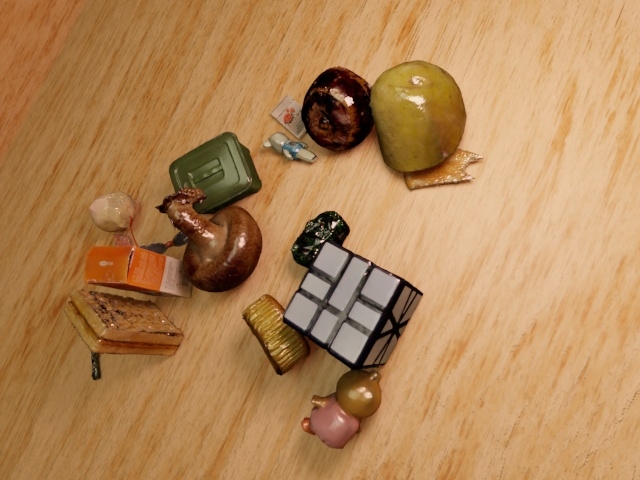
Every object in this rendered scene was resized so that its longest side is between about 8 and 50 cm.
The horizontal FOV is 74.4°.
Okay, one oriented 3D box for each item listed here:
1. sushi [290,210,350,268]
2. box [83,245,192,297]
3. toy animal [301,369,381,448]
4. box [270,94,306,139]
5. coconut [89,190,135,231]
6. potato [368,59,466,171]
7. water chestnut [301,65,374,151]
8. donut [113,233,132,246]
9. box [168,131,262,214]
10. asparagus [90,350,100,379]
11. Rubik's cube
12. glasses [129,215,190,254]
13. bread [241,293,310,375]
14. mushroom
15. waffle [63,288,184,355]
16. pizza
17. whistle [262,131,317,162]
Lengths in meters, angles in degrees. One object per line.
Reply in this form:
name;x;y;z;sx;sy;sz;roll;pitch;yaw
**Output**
sushi;0.000;0.000;1.476;0.124;0.127;0.225;41;92;28
box;-0.684;0.124;1.624;0.225;0.341;0.143;-1;74;24
toy animal;0.079;0.499;1.275;0.195;0.169;0.281;40;88;-14
box;-0.111;-0.506;1.728;0.109;0.029;0.198;-46;63;5
coconut;-0.943;-0.126;1.906;0.195;0.194;0.194;-7;72;22
potato;0.314;-0.410;1.332;0.330;0.280;0.212;-36;33;5
water chestnut;0.082;-0.475;1.514;0.300;0.300;0.299;-7;72;22
donut;-0.908;0.051;1.904;0.117;0.065;0.165;10;81;27
box;-0.412;-0.251;1.688;0.329;0.178;0.252;-23;84;14
asparagus;-0.969;0.515;1.815;0.036;0.030;0.165;-31;64;40
Rubik's cube;0.106;0.200;1.283;0.284;0.288;0.293;25;89;27
glasses;-0.683;-0.067;1.766;0.234;0.118;0.268;-29;63;-21
bread;-0.148;0.308;1.401;0.143;0.227;0.253;-33;58;-10
mushroom;-0.382;-0.002;1.533;0.331;0.356;0.334;-20;50;4
waffle;-0.721;0.307;1.570;0.261;0.376;0.114;38;93;30
pizza;0.410;-0.257;1.416;0.262;0.034;0.180;2;76;28
whistle;-0.114;-0.361;1.665;0.236;0.077;0.114;30;56;22
